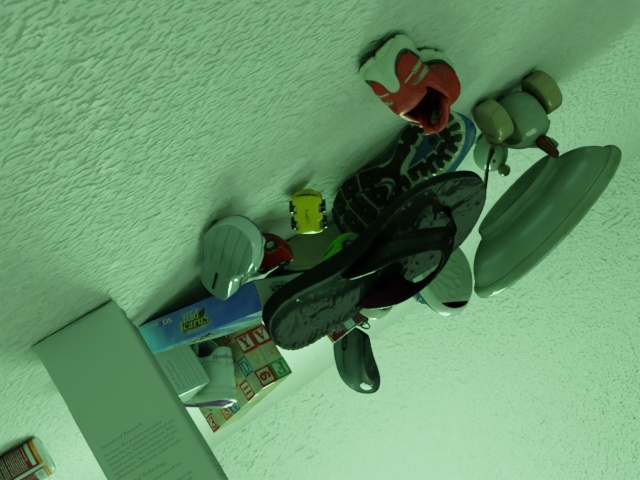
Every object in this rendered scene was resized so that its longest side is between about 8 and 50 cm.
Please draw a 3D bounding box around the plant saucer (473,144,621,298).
[{"bbox_3d":[0.421,-0.062,1.991,0.400,0.100,0.400,-48,-177,3],"label":"plant saucer"}]

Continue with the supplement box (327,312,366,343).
[{"bbox_3d":[0.054,0.188,2.255,0.083,0.043,0.055,-41,172,28],"label":"supplement box"}]

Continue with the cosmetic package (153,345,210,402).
[{"bbox_3d":[-0.349,0.291,2.001,0.231,0.117,0.085,-21,162,-48],"label":"cosmetic package"}]

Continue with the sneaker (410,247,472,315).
[{"bbox_3d":[0.210,0.094,2.155,0.130,0.323,0.236,-2,135,-20],"label":"sneaker"}]

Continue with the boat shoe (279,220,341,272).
[{"bbox_3d":[-0.010,0.022,1.939,0.206,0.075,0.065,-29,164,-41],"label":"boat shoe"}]

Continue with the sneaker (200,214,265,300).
[{"bbox_3d":[-0.133,0.010,1.606,0.091,0.094,0.258,-48,179,-27],"label":"sneaker"}]

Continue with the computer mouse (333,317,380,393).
[{"bbox_3d":[0.073,0.291,2.600,0.072,0.272,0.188,-31,-158,-35],"label":"computer mouse"}]

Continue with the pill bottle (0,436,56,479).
[{"bbox_3d":[-0.631,0.479,2.062,0.152,0.086,0.086,-30,166,-15],"label":"pill bottle"}]

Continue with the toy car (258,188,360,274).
[{"bbox_3d":[0.000,0.000,1.729,0.225,0.053,0.239,18,138,-25],"label":"toy car"}]

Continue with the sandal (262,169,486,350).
[{"bbox_3d":[0.112,0.055,1.684,0.446,0.107,0.167,-37,134,1],"label":"sandal"}]

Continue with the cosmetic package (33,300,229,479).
[{"bbox_3d":[-0.286,0.307,1.616,0.156,0.385,0.217,-33,165,-10],"label":"cosmetic package"}]

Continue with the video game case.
[{"bbox_3d":[-0.157,0.132,1.854,0.269,0.061,0.244,-22,172,28],"label":"video game case"}]

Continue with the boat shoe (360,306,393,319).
[{"bbox_3d":[0.145,-0.005,1.926,0.158,0.127,0.340,-50,-166,36],"label":"boat shoe"}]

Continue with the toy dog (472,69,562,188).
[{"bbox_3d":[0.389,-0.190,1.940,0.220,0.161,0.333,-36,167,11],"label":"toy dog"}]

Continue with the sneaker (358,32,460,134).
[{"bbox_3d":[0.139,-0.198,1.399,0.107,0.118,0.279,-38,166,21],"label":"sneaker"}]

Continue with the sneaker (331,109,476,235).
[{"bbox_3d":[0.157,-0.102,1.774,0.330,0.130,0.147,-42,162,30],"label":"sneaker"}]

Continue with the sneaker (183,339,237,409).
[{"bbox_3d":[-0.267,0.295,2.209,0.114,0.152,0.305,7,169,-34],"label":"sneaker"}]

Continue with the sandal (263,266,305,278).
[{"bbox_3d":[-0.012,0.064,2.020,0.254,0.054,0.097,-30,-150,-17],"label":"sandal"}]

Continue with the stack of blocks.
[{"bbox_3d":[-0.199,0.299,2.266,0.087,0.171,0.297,-23,164,-38],"label":"stack of blocks"}]
